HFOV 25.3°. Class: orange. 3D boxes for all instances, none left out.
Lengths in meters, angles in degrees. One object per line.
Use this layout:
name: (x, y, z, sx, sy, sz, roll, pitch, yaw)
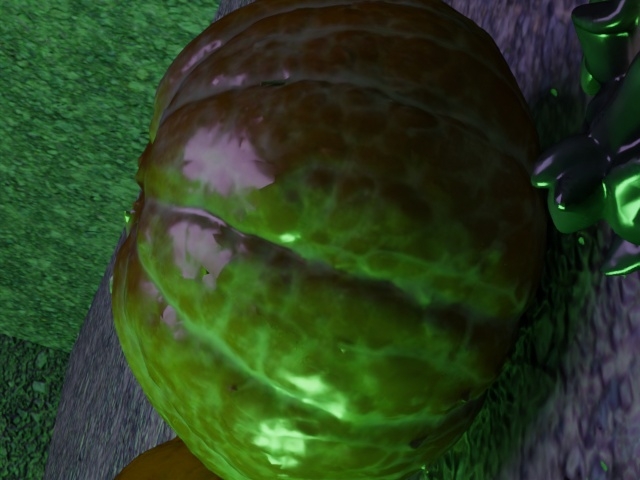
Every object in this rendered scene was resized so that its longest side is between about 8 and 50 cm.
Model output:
orange: (0.000, 0.000, 0.891, 0.329, 0.249, 0.329, -165, 90, -84)

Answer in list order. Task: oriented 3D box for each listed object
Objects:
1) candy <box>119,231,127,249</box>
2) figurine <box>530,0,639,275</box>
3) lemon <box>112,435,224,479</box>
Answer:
candy: (-0.070, -0.012, 1.318, 0.295, 0.185, 0.295, -56, 6, 10)
figurine: (0.192, -0.107, 0.375, 0.261, 0.186, 0.382, -45, -7, -35)
lemon: (-0.072, 0.241, 0.979, 0.188, 0.188, 0.257, 128, 139, -55)
